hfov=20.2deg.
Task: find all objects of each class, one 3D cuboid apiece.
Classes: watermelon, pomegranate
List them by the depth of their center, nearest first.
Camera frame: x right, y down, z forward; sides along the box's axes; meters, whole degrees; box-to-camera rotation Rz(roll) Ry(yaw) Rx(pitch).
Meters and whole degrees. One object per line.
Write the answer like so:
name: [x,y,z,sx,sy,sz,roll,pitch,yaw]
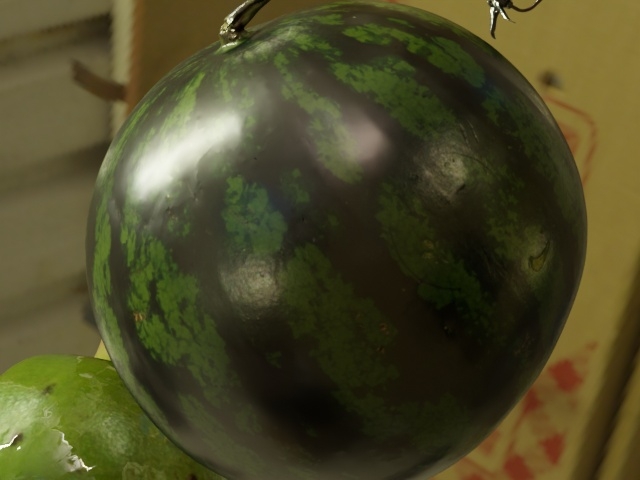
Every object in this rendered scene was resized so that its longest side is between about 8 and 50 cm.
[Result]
watermelon: [0.002,0.005,0.934,0.269,0.269,0.269,-27,-49,-36]
pomegranate: [-0.168,0.185,1.387,0.260,0.260,0.340,51,-124,-50]

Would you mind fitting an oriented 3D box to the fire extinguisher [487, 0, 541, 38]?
fire extinguisher: [0.174,-0.205,1.198,0.173,0.035,0.049,-42,-8,29]
